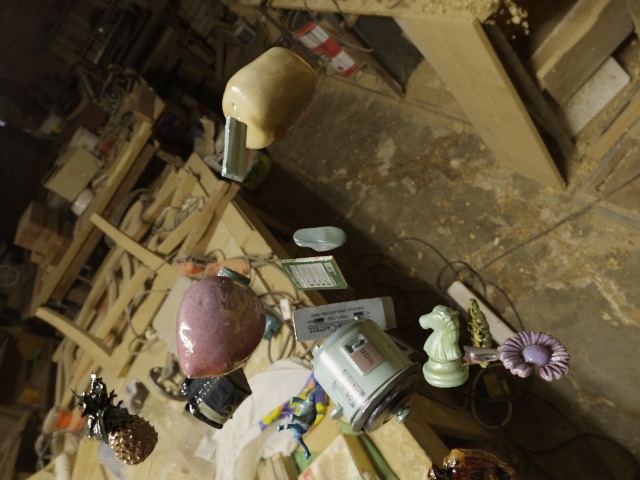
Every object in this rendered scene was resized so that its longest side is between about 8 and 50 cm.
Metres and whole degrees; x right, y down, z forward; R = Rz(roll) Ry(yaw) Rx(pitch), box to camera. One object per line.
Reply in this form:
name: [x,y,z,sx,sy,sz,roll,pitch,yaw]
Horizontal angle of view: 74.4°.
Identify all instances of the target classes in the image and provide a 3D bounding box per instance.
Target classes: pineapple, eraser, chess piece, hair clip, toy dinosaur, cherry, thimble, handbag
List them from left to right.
pineapple: [-0.741,0.641,1.497,0.166,0.364,0.165,-27,24,13]
handbag: [-0.346,0.498,1.413,0.181,0.181,0.254,-48,25,-6]
cherry: [-0.237,0.213,1.024,0.206,0.239,0.239,-17,46,-1]
thimble: [-0.369,0.174,1.781,0.118,0.135,0.090,22,83,42]
toy dinosaur: [-0.070,0.633,1.493,0.076,0.145,0.329,-146,67,-70]
eraser: [0.085,0.261,1.407,0.077,0.353,0.111,110,152,-75]
chess piece: [0.463,0.388,1.607,0.176,0.176,0.298,1,103,49]
hair clip: [0.538,0.325,1.203,0.301,0.069,0.173,-12,27,37]

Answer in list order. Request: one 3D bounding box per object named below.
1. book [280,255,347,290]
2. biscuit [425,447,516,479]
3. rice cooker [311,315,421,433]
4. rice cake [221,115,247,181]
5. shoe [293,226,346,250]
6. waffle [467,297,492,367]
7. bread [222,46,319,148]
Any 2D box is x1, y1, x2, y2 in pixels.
book: [-0.030,0.155,1.945,0.264,0.202,0.027,-6,43,26]
biscuit: [0.376,0.709,1.084,0.081,0.290,0.333,109,180,-78]
rice cooker: [0.137,0.389,1.201,0.317,0.264,0.316,0,50,0]
rice cake: [-0.307,-0.330,1.520,0.040,0.085,0.226,-12,73,48]
shoe: [0.000,0.000,1.559,0.195,0.078,0.079,2,52,9]
waffle: [0.581,0.337,1.531,0.054,0.223,0.204,-7,39,9]
bread: [-0.184,-0.571,1.701,0.253,0.348,0.376,30,59,20]
